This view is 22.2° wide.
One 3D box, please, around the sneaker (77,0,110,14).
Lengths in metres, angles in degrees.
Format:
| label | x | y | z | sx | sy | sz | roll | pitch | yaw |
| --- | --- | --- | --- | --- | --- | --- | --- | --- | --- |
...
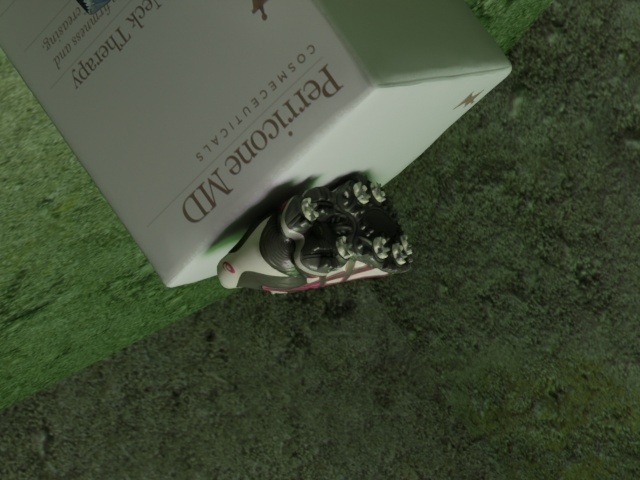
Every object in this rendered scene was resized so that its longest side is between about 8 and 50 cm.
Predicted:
| label | x | y | z | sx | sy | sz | roll | pitch | yaw |
| --- | --- | --- | --- | --- | --- | --- | --- | --- | --- |
| sneaker | -0.197 | -0.307 | 1.419 | 0.131 | 0.112 | 0.319 | -36 | 166 | -10 |

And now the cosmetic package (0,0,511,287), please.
| label | x | y | z | sx | sy | sz | roll | pitch | yaw |
| --- | --- | --- | --- | --- | --- | --- | --- | --- | --- |
| cosmetic package | -0.082 | -0.222 | 1.714 | 0.329 | 0.394 | 0.327 | -42 | 167 | 28 |

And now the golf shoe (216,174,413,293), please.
| label | x | y | z | sx | sy | sz | roll | pitch | yaw |
| --- | --- | --- | --- | --- | --- | --- | --- | --- | --- |
| golf shoe | 0.000 | 0.000 | 1.655 | 0.120 | 0.105 | 0.273 | -24 | 169 | 27 |
